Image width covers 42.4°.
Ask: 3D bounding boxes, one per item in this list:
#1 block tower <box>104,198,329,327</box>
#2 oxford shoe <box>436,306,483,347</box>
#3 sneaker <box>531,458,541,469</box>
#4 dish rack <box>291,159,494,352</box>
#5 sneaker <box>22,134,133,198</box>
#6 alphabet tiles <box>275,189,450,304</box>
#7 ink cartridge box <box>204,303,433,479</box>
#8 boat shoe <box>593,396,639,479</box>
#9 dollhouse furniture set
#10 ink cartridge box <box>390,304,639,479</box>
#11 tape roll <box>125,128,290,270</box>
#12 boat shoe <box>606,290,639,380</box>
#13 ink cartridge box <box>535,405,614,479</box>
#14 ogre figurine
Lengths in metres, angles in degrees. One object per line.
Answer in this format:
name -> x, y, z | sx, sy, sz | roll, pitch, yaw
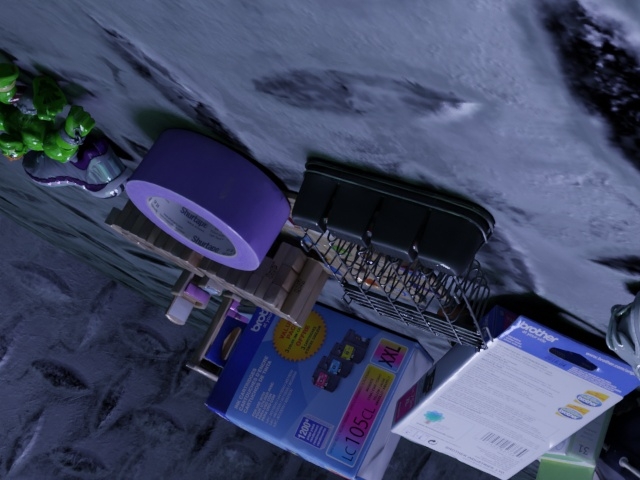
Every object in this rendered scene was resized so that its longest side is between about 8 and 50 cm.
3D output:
block tower -> -0.157, 0.010, 1.222 | 0.336, 0.097, 0.091 | 22, 166, 25
oxford shoe -> 0.242, 0.150, 1.128 | 0.212, 0.076, 0.076 | 40, -179, -23
sneaker -> 0.493, 0.453, 1.725 | 0.106, 0.078, 0.234 | 31, 169, -29
dish rack -> 0.092, 0.031, 0.900 | 0.208, 0.074, 0.271 | 19, 161, 28
sneaker -> -0.371, -0.132, 1.215 | 0.224, 0.083, 0.098 | 12, 139, 33
alphabet tiles -> 0.000, 0.000, 1.112 | 0.343, 0.011, 0.285 | 17, 163, 33
ink cartridge box -> -0.027, 0.263, 1.564 | 0.396, 0.269, 0.151 | 18, 162, 29
boat shoe -> 0.437, 0.276, 1.133 | 0.127, 0.158, 0.340 | 24, -166, -5
dollhouse furniture set -> -0.173, 0.221, 1.824 | 0.286, 0.198, 0.303 | 35, 163, -30
ink cartridge box -> 0.243, 0.192, 1.053 | 0.186, 0.065, 0.311 | 25, 138, -9
tape roll -> -0.137, -0.047, 1.008 | 0.189, 0.080, 0.189 | 27, 162, 10
boat shoe -> 0.306, 0.095, 0.763 | 0.081, 0.079, 0.227 | 11, 163, 35
ink cartridge box -> 0.322, 0.298, 1.138 | 0.056, 0.235, 0.171 | 24, 167, -4
ogre figurine -> -0.369, -0.161, 1.039 | 0.197, 0.096, 0.118 | 12, 148, -1
